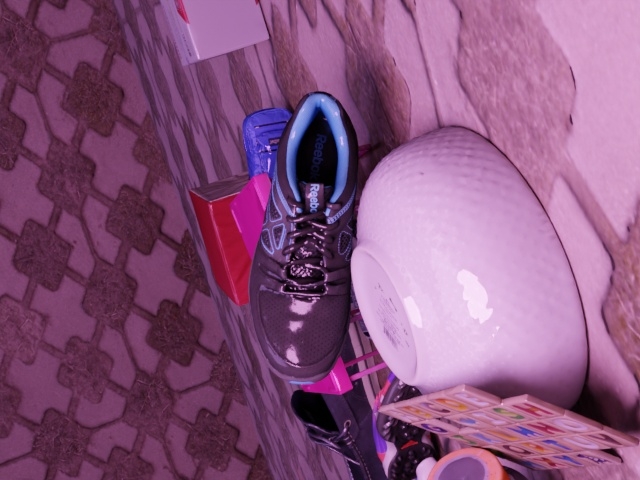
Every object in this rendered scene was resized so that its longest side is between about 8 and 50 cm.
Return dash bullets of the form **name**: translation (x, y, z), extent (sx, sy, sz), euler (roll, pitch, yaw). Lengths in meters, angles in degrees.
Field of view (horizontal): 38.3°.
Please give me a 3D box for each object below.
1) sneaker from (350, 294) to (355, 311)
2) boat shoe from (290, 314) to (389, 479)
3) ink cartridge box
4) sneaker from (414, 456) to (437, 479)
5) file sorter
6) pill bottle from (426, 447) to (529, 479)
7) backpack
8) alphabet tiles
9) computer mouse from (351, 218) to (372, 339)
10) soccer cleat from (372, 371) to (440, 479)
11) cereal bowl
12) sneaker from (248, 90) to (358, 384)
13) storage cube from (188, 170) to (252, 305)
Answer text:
- **sneaker**: translation (0.000, 0.000, 1.512), extent (0.258, 0.094, 0.091), euler (58, 151, 13)
- **boat shoe**: translation (0.030, 0.302, 1.653), extent (0.187, 0.156, 0.500), euler (35, 144, 62)
- **ink cartridge box**: translation (-0.182, -0.375, 1.549), extent (0.176, 0.127, 0.128), euler (-158, 49, -70)
- **sneaker**: translation (0.192, 0.416, 1.259), extent (0.236, 0.130, 0.323), euler (63, 170, 7)
- **file sorter**: translation (0.026, 0.038, 1.252), extent (0.290, 0.182, 0.202), euler (68, 164, 2)
- **pill bottle**: translation (0.200, 0.341, 1.030), extent (0.245, 0.130, 0.130), euler (61, 172, -31)
- **backpack**: translation (-0.075, -0.160, 1.524), extent (0.101, 0.098, 0.120), euler (-169, 69, -75)
- **alphabet tiles**: translation (0.190, 0.187, 0.903), extent (0.237, 0.198, 0.009), euler (141, 150, -66)
- **computer mouse**: translation (0.068, 0.056, 1.411), extent (0.106, 0.042, 0.193), euler (158, 97, -71)
- **soccer cleat**: translation (0.118, 0.248, 1.366), extent (0.318, 0.108, 0.116), euler (85, 163, -52)
- **cereal bowl**: translation (0.130, 0.056, 0.993), extent (0.339, 0.141, 0.339), euler (160, 90, -74)
- **sneaker**: translation (-0.021, -0.006, 1.062), extent (0.139, 0.125, 0.341), euler (94, 178, -82)
- **storage cube**: translation (-0.112, -0.018, 1.670), extent (0.215, 0.184, 0.193), euler (-152, 45, -69)
